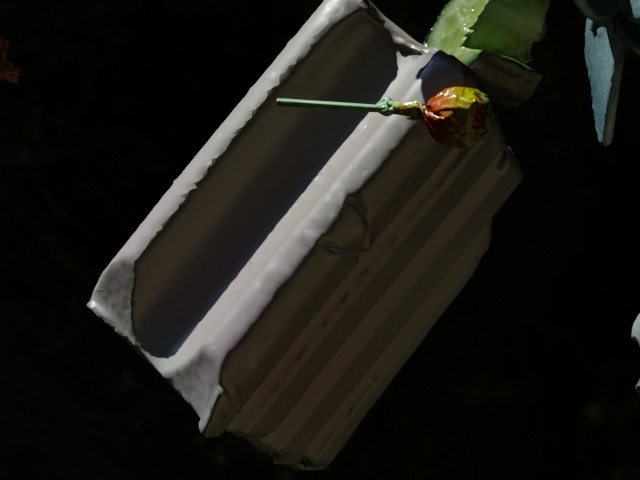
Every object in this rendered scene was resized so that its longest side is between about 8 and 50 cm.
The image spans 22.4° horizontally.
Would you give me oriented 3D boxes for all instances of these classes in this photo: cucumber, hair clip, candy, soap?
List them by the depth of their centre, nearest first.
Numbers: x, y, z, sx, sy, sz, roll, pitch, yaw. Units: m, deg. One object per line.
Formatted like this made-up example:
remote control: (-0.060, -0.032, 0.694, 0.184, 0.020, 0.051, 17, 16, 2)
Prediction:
candy: (0.058, -0.119, 1.485, 0.060, 0.201, 0.060, 6, -90, -83)
soap: (0.000, 0.000, 1.700, 0.435, 0.213, 0.350, -51, -27, 0)
hair clip: (0.434, -0.361, 2.099, 0.238, 0.318, 0.392, -12, -33, 11)
cucumber: (0.253, -0.298, 2.409, 0.130, 0.191, 0.191, 22, -54, -29)

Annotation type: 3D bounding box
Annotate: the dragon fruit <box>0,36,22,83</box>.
dragon fruit: (-0.434, -0.252, 2.043, 0.097, 0.131, 0.063, 120, 166, -50)

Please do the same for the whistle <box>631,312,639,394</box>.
whistle: (0.546, 0.179, 1.852, 0.168, 0.404, 0.188, -60, -12, -7)
